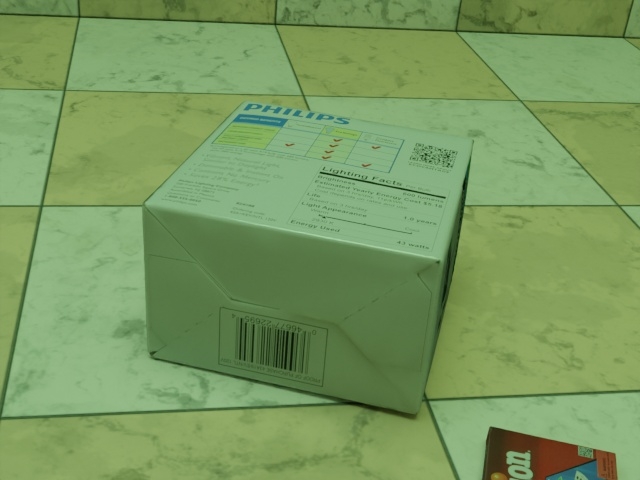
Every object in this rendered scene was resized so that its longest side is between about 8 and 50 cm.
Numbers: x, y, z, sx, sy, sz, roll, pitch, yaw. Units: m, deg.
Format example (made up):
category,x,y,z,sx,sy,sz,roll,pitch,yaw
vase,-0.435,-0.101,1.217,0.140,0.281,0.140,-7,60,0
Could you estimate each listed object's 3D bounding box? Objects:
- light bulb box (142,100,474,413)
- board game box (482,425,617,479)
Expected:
category,x,y,z,sx,sy,sz,roll,pitch,yaw
light bulb box,0.000,0.000,1.192,0.357,0.225,0.361,11,30,10
board game box,0.231,0.302,0.912,0.145,0.027,0.281,10,30,9
